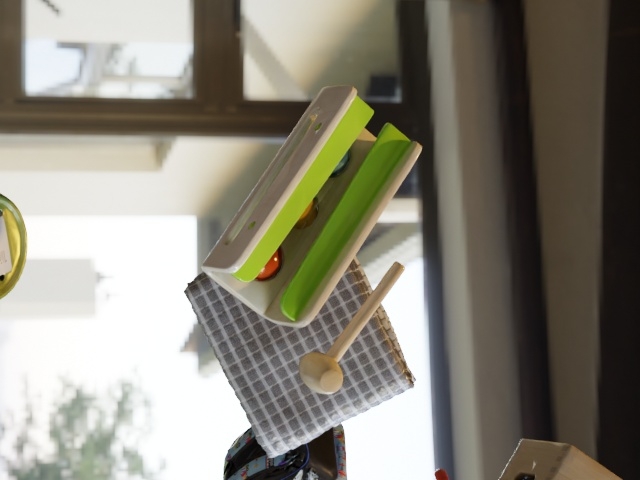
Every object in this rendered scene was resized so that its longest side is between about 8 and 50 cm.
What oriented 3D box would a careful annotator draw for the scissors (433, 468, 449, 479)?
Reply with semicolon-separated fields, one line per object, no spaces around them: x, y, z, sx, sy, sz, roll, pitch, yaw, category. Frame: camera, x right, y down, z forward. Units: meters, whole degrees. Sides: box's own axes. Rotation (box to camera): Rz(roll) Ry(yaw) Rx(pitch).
0.194;0.435;1.838;0.109;0.021;0.297;89;-15;-80;scissors

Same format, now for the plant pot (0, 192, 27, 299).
-0.525;0.000;1.827;0.274;0.293;0.275;-14;107;-60;plant pot

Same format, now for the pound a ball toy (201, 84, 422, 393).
0.000;0.000;1.756;0.319;0.208;0.135;-57;-157;-13;pound a ball toy

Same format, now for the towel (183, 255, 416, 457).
-0.032;0.124;1.966;0.284;0.235;0.121;62;9;3;towel

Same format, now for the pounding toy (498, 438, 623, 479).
0.303;0.322;1.657;0.094;0.206;0.181;-58;-168;-13;pounding toy

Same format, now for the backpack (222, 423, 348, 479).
-0.059;0.329;2.118;0.173;0.117;0.158;-37;-145;23;backpack
